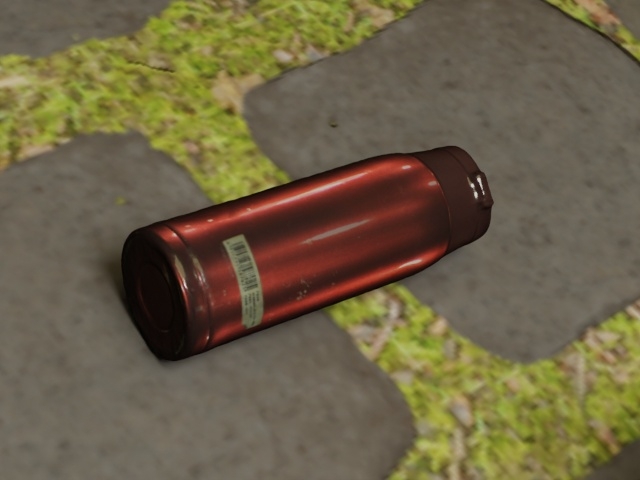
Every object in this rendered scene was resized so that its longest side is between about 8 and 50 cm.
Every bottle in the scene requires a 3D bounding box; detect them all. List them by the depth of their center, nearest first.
[{"bbox_3d":[0.000,0.000,0.691,0.164,0.060,0.060,-18,59,-31],"label":"bottle"}]
